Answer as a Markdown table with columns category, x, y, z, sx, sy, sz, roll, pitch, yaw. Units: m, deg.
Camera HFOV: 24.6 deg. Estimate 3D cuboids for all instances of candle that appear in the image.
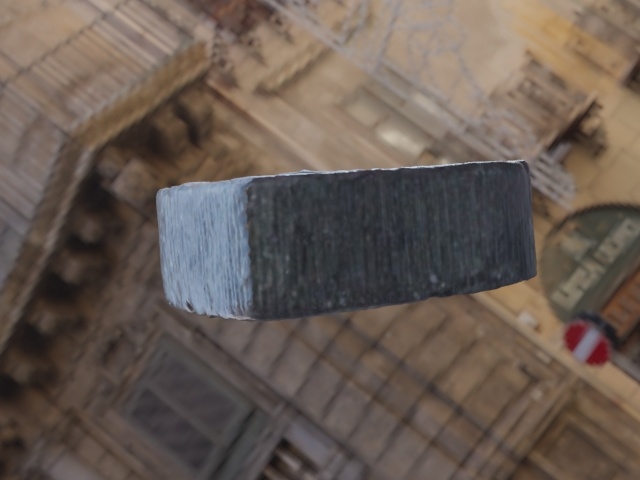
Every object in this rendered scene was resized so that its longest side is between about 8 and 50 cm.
| category | x | y | z | sx | sy | sz | roll | pitch | yaw |
| --- | --- | --- | --- | --- | --- | --- | --- | --- | --- |
| candle | 0.000 | 0.000 | 0.693 | 0.168 | 0.192 | 0.068 | -14 | -81 | -70 |
